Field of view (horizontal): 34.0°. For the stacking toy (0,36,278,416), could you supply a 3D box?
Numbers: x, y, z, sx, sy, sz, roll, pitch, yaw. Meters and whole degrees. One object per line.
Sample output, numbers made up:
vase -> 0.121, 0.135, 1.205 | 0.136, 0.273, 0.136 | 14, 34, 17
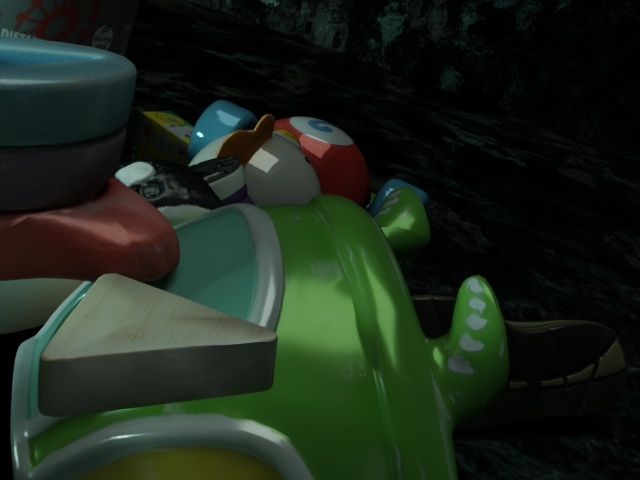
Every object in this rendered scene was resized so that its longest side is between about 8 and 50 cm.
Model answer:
stacking toy -> -0.179, -0.034, 0.387 | 0.309, 0.130, 0.279 | -8, 22, -37

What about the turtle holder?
turtle holder -> -0.031, 0.126, 0.536 | 0.227, 0.243, 0.320 | -7, 54, -9

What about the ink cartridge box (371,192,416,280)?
ink cartridge box -> 0.000, 0.000, 1.101 | 0.153, 0.086, 0.208 | 24, 20, 20

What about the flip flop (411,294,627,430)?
flip flop -> 0.152, 0.108, 0.927 | 0.277, 0.112, 0.080 | 4, -4, -29

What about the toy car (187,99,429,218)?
toy car -> -0.042, -0.039, 0.858 | 0.219, 0.210, 0.238 | 26, -17, 12

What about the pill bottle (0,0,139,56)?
pill bottle -> -0.231, -0.317, 0.880 | 0.210, 0.363, 0.210 | 17, 16, -5

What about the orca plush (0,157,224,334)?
orca plush -> -0.204, 0.007, 0.649 | 0.151, 0.287, 0.102 | 34, 29, -59

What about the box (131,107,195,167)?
box -> -0.152, -0.070, 1.133 | 0.043, 0.105, 0.179 | -8, 31, -41

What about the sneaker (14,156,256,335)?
sneaker -> -0.167, 0.044, 0.739 | 0.283, 0.124, 0.107 | -16, 14, 18
